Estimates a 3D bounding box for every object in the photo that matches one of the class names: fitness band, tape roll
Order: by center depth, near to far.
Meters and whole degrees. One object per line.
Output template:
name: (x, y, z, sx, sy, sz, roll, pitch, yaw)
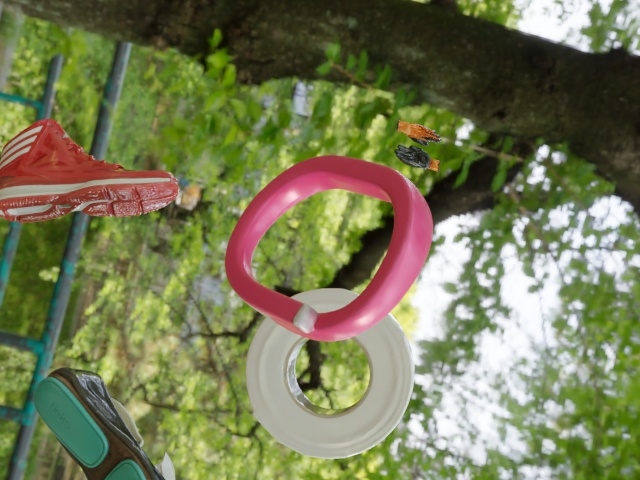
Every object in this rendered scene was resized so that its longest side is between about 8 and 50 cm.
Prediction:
fitness band: (0.000, 0.000, 0.967, 0.291, 0.054, 0.209, 21, -106, 52)
tape roll: (0.017, 0.224, 1.463, 0.100, 0.286, 0.286, 34, 70, -82)

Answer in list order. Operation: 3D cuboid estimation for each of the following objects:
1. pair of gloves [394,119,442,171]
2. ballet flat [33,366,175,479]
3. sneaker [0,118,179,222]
pair of gloves: (0.146, -0.141, 1.285, 0.010, 0.074, 0.083, 121, -18, -54)
ballet flat: (-0.224, 0.256, 0.984, 0.095, 0.280, 0.096, -45, 157, 22)
sneaker: (-0.289, -0.099, 1.056, 0.087, 0.221, 0.128, 109, -25, -65)
